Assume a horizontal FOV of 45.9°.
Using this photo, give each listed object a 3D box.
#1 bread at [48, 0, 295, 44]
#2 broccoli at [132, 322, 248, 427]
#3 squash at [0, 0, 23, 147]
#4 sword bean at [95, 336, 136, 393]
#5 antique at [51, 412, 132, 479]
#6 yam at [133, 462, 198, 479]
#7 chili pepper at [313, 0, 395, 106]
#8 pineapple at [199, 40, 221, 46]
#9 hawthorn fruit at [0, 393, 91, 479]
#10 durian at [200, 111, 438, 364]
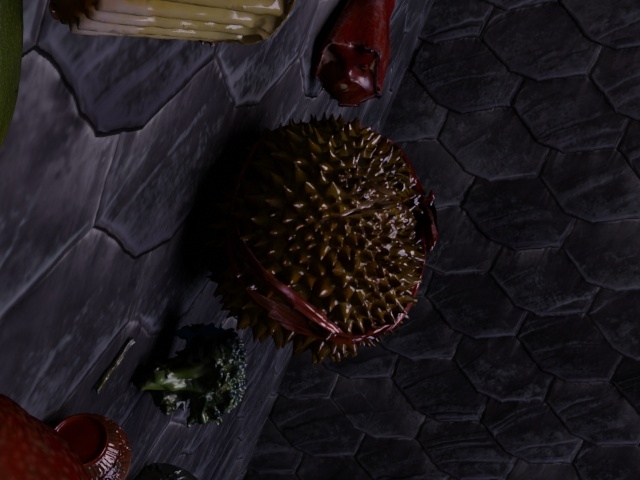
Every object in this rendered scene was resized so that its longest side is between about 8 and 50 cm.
[{"bbox_3d":[-0.073,-0.220,0.358,0.133,0.179,0.250,-7,143,-31],"label":"bread"},{"bbox_3d":[-0.182,0.187,1.060,0.160,0.167,0.155,15,87,-44],"label":"broccoli"},{"bbox_3d":[-0.181,-0.115,0.372,0.066,0.066,0.252,-57,169,-50],"label":"squash"},{"bbox_3d":[-0.247,0.150,0.910,0.012,0.012,0.083,104,12,-52],"label":"sword bean"},{"bbox_3d":[-0.251,0.234,0.804,0.104,0.104,0.104,24,90,-82],"label":"antique"},{"bbox_3d":[-0.272,0.499,1.166,0.203,0.201,0.271,-68,166,9],"label":"yam"},{"bbox_3d":[0.072,-0.363,1.266,0.144,0.136,0.253,37,57,-37],"label":"chili pepper"},{"bbox_3d":[-0.102,-0.216,0.640,0.124,0.058,0.058,79,35,-76],"label":"pineapple"},{"bbox_3d":[-0.222,0.208,0.415,0.253,0.205,0.205,-103,-158,-45],"label":"hawthorn fruit"},{"bbox_3d":[0.002,-0.005,1.053,0.384,0.347,0.348,79,34,-61],"label":"durian"}]
